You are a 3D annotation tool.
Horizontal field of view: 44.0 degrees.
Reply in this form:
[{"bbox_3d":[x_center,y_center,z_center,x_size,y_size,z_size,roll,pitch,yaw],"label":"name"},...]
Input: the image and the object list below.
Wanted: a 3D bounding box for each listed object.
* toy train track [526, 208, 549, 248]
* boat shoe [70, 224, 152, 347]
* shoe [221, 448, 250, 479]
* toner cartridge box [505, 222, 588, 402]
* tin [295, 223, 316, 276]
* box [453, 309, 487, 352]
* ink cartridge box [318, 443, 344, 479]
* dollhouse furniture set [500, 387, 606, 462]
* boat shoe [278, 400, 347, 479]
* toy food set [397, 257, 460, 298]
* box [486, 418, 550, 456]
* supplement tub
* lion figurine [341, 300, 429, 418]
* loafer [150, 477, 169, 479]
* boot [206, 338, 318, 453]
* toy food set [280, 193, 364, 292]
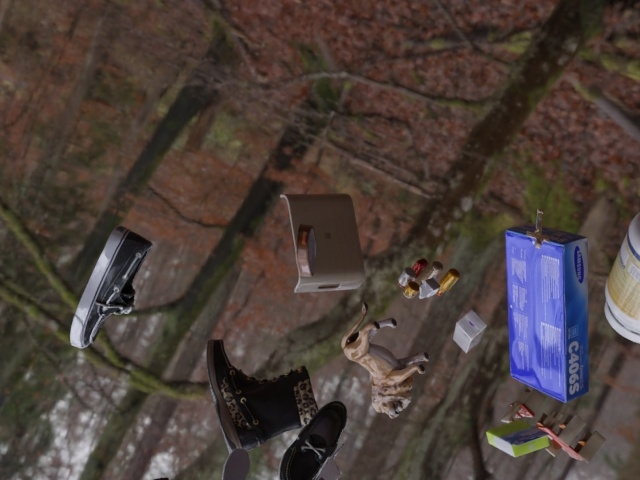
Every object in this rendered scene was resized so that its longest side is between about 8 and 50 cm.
[{"bbox_3d":[0.419,-0.024,1.510,0.048,0.083,0.014,15,153,-10],"label":"toy train track"},{"bbox_3d":[-0.456,0.118,1.747,0.105,0.306,0.113,26,-168,-2],"label":"boat shoe"},{"bbox_3d":[-0.224,0.603,1.952,0.064,0.177,0.081,17,158,-15],"label":"shoe"},{"bbox_3d":[0.479,0.149,1.674,0.075,0.347,0.165,-16,-160,-29],"label":"toner cartridge box"},{"bbox_3d":[-0.037,0.029,2.076,0.040,0.106,0.189,8,157,8],"label":"tin"},{"bbox_3d":[0.445,0.275,2.373,0.067,0.063,0.324,50,176,18],"label":"box"},{"bbox_3d":[-0.039,0.806,2.461,0.069,0.371,0.175,37,148,12],"label":"ink cartridge box"},{"bbox_3d":[0.705,0.590,2.454,0.259,0.135,0.262,41,168,2],"label":"dollhouse furniture set"},{"bbox_3d":[-0.017,0.536,2.081,0.114,0.091,0.302,30,-142,2],"label":"boat shoe"},{"bbox_3d":[0.309,0.133,2.416,0.232,0.104,0.111,-19,-121,-44],"label":"toy food set"},{"bbox_3d":[0.541,0.540,2.160,0.109,0.042,0.178,-15,-176,-13],"label":"box"},{"bbox_3d":[0.840,0.089,1.955,0.229,0.316,0.228,1,-133,-1],"label":"supplement tub"},{"bbox_3d":[0.177,0.374,2.478,0.392,0.240,0.142,50,-149,-14],"label":"lion figurine"},{"bbox_3d":[-0.370,0.635,1.869,0.061,0.170,0.062,-17,-154,-18],"label":"loafer"},{"bbox_3d":[-0.176,0.428,2.328,0.284,0.138,0.377,-15,-131,-8],"label":"boot"},{"bbox_3d":[0.000,0.000,2.380,0.220,0.306,0.092,-2,162,-28],"label":"toy food set"}]
